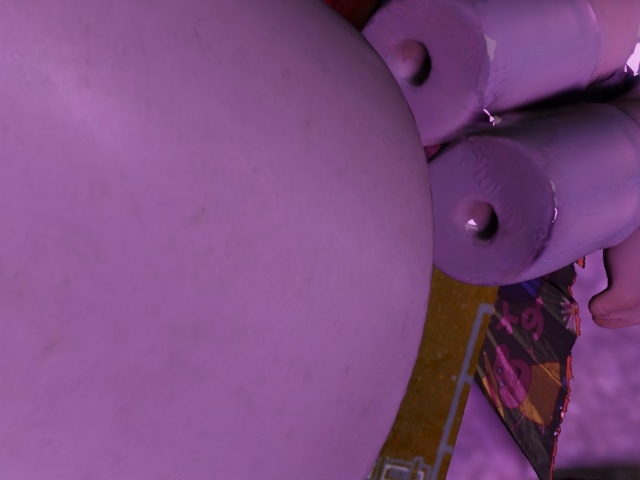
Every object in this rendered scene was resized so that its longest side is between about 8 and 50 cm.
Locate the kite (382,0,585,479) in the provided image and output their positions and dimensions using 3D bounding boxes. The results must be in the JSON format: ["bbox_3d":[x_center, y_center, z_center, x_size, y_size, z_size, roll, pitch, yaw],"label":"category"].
[{"bbox_3d":[0.065,-0.057,0.800,0.234,0.016,0.321,11,78,-41],"label":"kite"}]

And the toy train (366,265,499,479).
[{"bbox_3d":[-0.012,0.063,0.708,0.137,0.090,0.225,12,97,-23],"label":"toy train"}]

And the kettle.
[{"bbox_3d":[-0.214,-0.032,0.482,0.377,0.361,0.250,39,39,-50],"label":"kettle"}]

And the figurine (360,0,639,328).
[{"bbox_3d":[0.178,-0.060,0.732,0.224,0.205,0.382,55,41,-4],"label":"figurine"}]

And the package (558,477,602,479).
[{"bbox_3d":[0.170,0.171,0.757,0.166,0.232,0.040,6,126,-6],"label":"package"}]

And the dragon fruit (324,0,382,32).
[{"bbox_3d":[-0.085,-0.177,0.665,0.261,0.189,0.163,47,28,-27],"label":"dragon fruit"}]
